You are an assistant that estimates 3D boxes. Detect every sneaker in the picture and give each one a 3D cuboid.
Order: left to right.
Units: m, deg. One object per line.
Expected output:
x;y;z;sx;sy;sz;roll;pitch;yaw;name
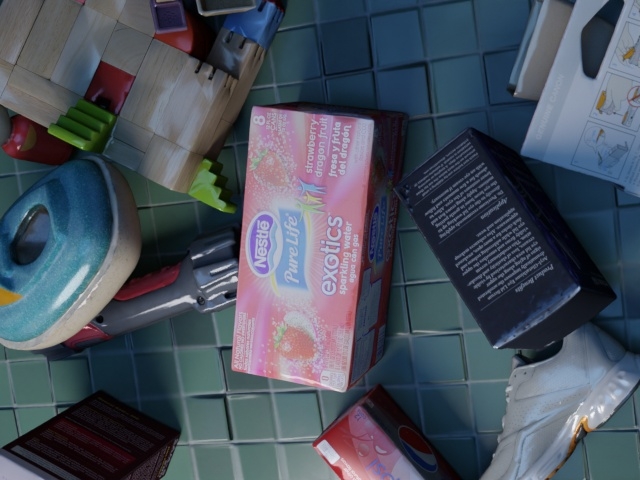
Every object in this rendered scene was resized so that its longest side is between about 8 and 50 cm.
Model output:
0.238;0.195;1.203;0.121;0.099;0.262;44;101;15;sneaker

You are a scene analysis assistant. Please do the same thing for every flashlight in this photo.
-0.224;0.059;1.329;0.304;0.103;0.103;-21;117;17;flashlight

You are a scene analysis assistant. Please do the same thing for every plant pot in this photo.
0.260;-0.193;1.126;0.096;0.109;0.109;16;103;1;plant pot

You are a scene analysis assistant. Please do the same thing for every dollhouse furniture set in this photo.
-0.128;-0.286;1.154;0.114;0.081;0.091;-10;78;-13;dollhouse furniture set

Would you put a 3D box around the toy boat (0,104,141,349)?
-0.340;-0.032;1.251;0.267;0.148;0.318;-43;52;28;toy boat

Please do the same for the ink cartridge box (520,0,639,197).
0.350;-0.179;1.076;0.239;0.060;0.275;17;104;-5;ink cartridge box

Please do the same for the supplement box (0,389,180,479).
-0.283;0.271;1.299;0.130;0.239;0.073;25;107;13;supplement box

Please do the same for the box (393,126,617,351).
0.193;0.003;1.121;0.108;0.153;0.207;-39;69;19;box

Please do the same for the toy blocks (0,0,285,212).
-0.223;-0.232;1.255;0.381;0.191;0.261;26;94;12;toy blocks

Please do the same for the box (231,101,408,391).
0.000;0.000;1.211;0.142;0.154;0.300;9;102;17;box

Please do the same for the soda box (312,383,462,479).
0.114;0.300;1.251;0.083;0.092;0.263;-42;84;19;soda box
